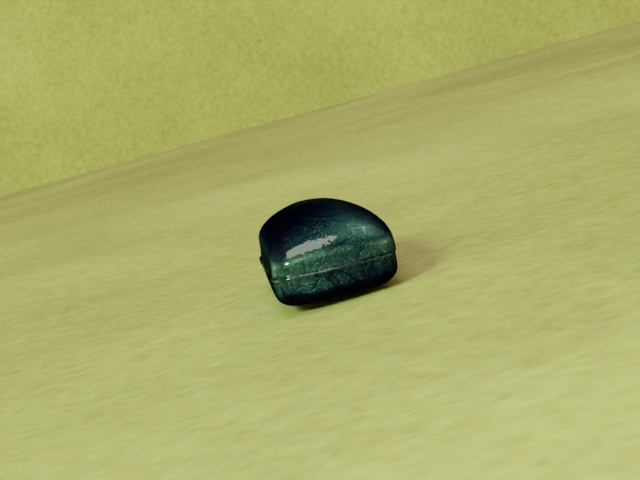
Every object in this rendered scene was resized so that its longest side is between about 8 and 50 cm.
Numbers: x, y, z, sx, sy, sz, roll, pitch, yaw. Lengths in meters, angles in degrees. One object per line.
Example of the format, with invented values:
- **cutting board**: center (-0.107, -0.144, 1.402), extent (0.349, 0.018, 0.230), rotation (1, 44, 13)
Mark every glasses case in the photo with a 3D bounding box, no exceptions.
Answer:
- **glasses case**: center (0.000, 0.000, 0.470), extent (0.033, 0.023, 0.083), rotation (-18, 7, -3)
